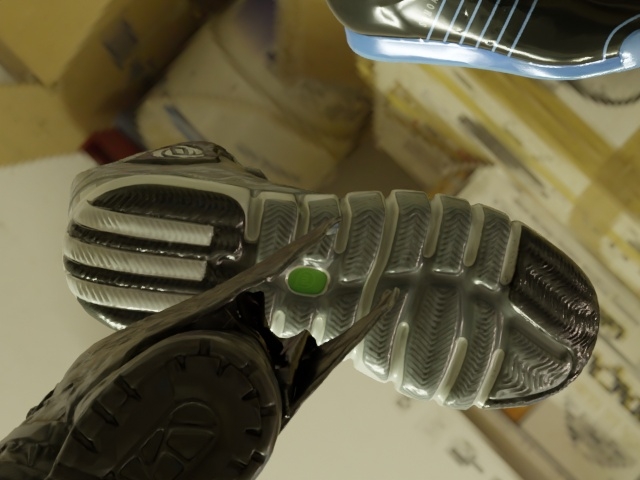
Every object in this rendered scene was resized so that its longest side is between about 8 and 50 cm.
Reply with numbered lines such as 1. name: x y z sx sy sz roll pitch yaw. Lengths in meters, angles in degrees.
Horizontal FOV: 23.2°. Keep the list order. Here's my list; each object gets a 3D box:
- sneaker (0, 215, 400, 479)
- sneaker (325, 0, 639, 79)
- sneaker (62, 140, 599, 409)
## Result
1. sneaker: -0.054 0.059 0.370 0.051 0.170 0.089 51 -175 -5
2. sneaker: 0.102 -0.149 0.884 0.232 0.081 0.090 2 145 27
3. sneaker: 0.000 0.000 0.665 0.229 0.086 0.132 14 -166 -19
